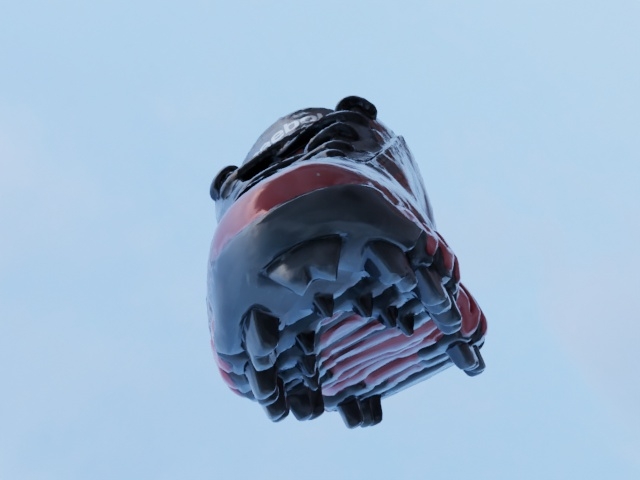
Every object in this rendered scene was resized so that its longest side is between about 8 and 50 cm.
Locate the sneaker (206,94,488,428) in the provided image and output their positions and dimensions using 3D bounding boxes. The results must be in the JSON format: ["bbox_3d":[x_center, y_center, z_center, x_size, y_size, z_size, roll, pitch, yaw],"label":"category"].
[{"bbox_3d":[0.000,0.000,0.568,0.135,0.098,0.276,65,-174,13],"label":"sneaker"}]
